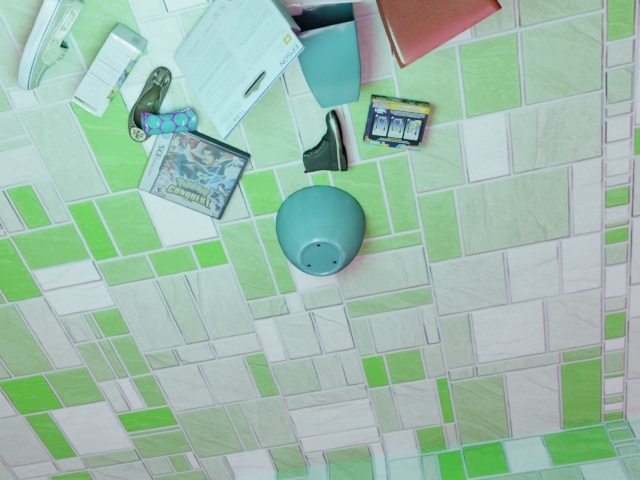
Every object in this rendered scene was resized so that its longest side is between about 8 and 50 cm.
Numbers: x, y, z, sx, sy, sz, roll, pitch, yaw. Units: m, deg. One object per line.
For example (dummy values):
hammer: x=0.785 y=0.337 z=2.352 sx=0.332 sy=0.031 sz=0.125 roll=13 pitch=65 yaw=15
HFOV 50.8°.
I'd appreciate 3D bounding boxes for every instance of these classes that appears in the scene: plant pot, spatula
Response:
plant pot: x=0.029 y=-0.485 z=1.794 sx=0.166 sy=0.165 sz=0.234 roll=-11 pitch=127 yaw=7
plant pot: x=0.000 y=0.000 z=2.101 sx=0.291 sy=0.195 sz=0.290 roll=0 pitch=124 yaw=0
spatula: x=-0.014 y=-0.671 z=1.731 sx=0.242 sy=0.019 sz=0.168 roll=-4 pitch=104 yaw=2
plant pot: x=0.258 y=-0.613 z=1.664 sx=0.267 sy=0.267 sz=0.235 roll=-28 pitch=106 yaw=18

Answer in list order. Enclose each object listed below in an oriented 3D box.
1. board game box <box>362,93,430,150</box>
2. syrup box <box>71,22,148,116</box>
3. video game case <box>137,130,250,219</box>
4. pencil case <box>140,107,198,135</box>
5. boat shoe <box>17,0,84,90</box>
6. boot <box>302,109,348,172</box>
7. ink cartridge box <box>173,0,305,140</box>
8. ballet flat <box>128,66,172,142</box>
board game box: x=0.219 y=-0.341 z=1.959 sx=0.171 sy=0.048 sz=0.141 roll=7 pitch=122 yaw=-5
syrup box: x=-0.576 y=-0.464 z=1.841 sx=0.096 sy=0.093 sz=0.237 roll=32 pitch=118 yaw=-20
video game case: x=-0.386 y=-0.210 z=2.051 sx=0.275 sy=0.035 sz=0.248 roll=22 pitch=121 yaw=-15
pencil case: x=-0.429 y=-0.338 z=1.912 sx=0.152 sy=0.064 sz=0.070 roll=-12 pitch=126 yaw=-22
boat shoe: x=-0.722 y=-0.522 z=1.795 sx=0.094 sy=0.109 sz=0.302 roll=24 pitch=118 yaw=-18
boot: x=0.000 y=-0.281 z=1.986 sx=0.137 sy=0.076 sz=0.197 roll=-6 pitch=123 yaw=10
ink cartridge box: x=-0.204 y=-0.473 z=1.724 sx=0.324 sy=0.330 sz=0.071 roll=-43 pitch=155 yaw=25
ballet flat: x=-0.489 y=-0.380 z=1.920 sx=0.084 sy=0.058 sz=0.249 roll=25 pitch=120 yaw=-16
